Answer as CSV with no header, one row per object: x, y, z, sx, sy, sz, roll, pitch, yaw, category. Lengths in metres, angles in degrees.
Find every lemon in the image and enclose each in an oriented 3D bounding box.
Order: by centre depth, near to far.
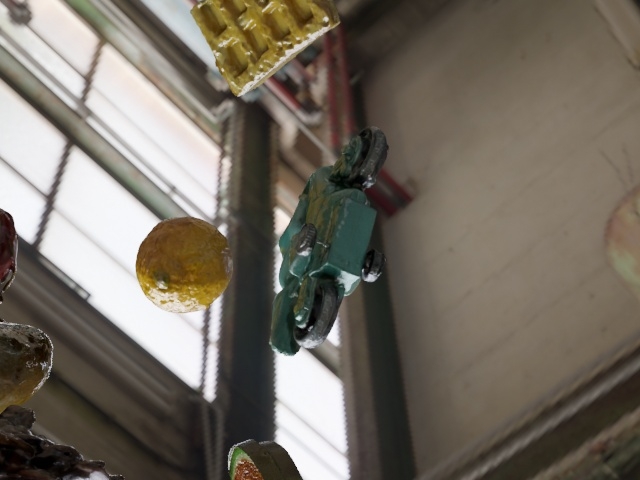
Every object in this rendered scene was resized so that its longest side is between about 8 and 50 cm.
-0.199,0.036,1.842,0.142,0.142,0.187,-39,-176,18,lemon

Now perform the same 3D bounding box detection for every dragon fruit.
-0.445,0.041,1.698,0.094,0.094,0.191,-14,-101,52,dragon fruit

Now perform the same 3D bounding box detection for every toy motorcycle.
-0.001,0.002,1.618,0.198,0.109,0.297,-28,-137,60,toy motorcycle

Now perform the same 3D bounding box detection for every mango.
-0.457,0.157,1.537,0.192,0.316,0.146,29,-69,39,mango

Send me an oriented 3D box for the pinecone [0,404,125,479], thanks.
-0.340,0.296,1.222,0.296,0.242,0.298,-48,163,-21,pinecone

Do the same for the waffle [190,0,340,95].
-0.089,-0.363,2.054,0.274,0.168,0.057,-30,-179,45,waffle

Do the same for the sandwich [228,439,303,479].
-0.038,0.183,0.954,0.029,0.067,0.135,-17,-167,-20,sandwich
